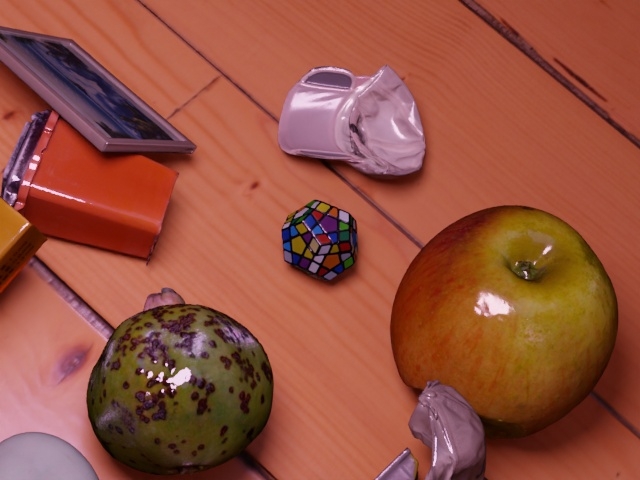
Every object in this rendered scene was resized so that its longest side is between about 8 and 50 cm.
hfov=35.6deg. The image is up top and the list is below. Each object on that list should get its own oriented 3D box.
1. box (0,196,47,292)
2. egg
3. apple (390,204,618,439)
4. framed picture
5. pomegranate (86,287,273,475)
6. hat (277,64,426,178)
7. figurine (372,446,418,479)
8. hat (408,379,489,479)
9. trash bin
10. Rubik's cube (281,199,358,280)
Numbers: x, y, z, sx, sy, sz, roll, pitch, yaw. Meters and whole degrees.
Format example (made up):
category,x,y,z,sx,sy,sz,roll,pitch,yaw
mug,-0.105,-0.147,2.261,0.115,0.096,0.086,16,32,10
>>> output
category,x,y,z,sx,sy,sz,roll,pitch,yaw
box,-0.590,0.067,1.279,0.264,0.116,0.415,40,79,4
egg,-0.349,0.353,1.243,0.168,0.168,0.230,-14,73,-23
apple,0.273,0.118,1.485,0.340,0.339,0.339,7,61,-14
framed picture,-0.360,-0.230,1.527,0.315,0.024,0.232,39,19,18
pomegranate,-0.189,0.188,1.344,0.254,0.254,0.270,-1,51,-18
hat,0.049,-0.178,1.706,0.226,0.164,0.219,-7,58,23
figurine,0.154,0.443,1.351,0.342,0.167,0.285,-33,74,-33
hat,0.213,0.301,1.336,0.245,0.149,0.214,23,23,-9
trash bin,-0.345,-0.062,1.473,0.239,0.161,0.184,21,59,-10
Rubik's cube,0.000,0.000,1.571,0.112,0.133,0.133,-3,61,10
